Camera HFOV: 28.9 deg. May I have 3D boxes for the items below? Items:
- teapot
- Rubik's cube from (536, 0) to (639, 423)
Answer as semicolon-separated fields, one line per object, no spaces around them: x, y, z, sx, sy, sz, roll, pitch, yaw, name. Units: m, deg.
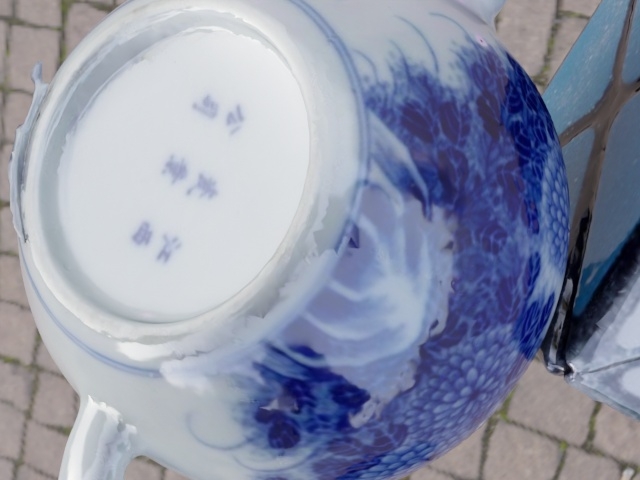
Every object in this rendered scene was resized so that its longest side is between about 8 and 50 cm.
0.000;0.000;0.601;0.252;0.280;0.424;27;91;29;teapot
0.259;-0.019;0.690;0.255;0.259;0.260;30;100;-14;Rubik's cube
